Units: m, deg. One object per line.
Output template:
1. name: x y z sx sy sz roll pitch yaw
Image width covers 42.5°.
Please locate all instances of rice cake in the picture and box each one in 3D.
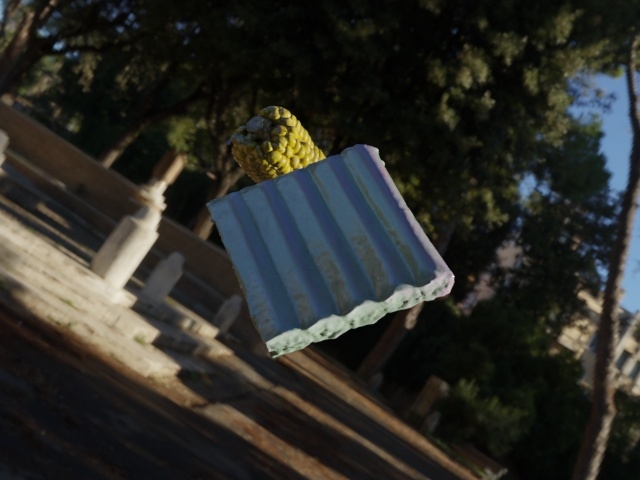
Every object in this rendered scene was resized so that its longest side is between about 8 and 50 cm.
1. rice cake: 0.000 0.000 0.732 0.037 0.189 0.198 66 5 -45

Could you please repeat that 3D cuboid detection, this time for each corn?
1. corn: -0.020 -0.060 1.096 0.101 0.101 0.291 27 -20 43
